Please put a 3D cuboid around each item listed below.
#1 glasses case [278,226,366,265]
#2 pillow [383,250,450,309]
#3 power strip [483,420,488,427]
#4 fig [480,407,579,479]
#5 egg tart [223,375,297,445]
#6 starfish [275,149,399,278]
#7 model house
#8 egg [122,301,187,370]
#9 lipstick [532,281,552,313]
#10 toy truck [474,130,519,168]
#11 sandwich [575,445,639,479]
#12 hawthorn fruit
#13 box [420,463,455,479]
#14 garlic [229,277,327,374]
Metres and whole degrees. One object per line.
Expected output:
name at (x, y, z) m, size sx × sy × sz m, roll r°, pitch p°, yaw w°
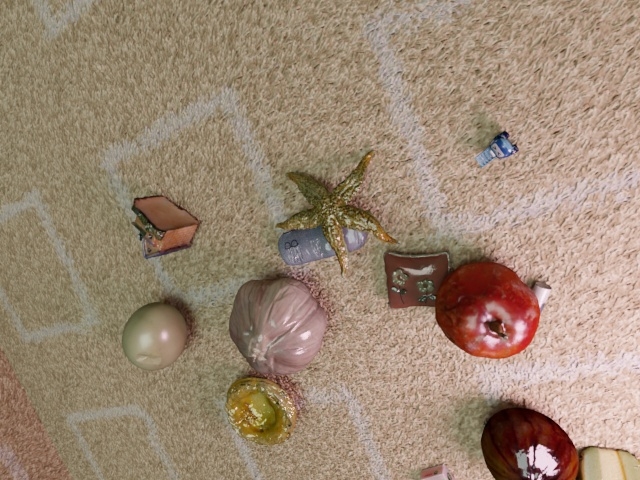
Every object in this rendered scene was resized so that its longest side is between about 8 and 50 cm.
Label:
glasses case at (0.000, 0.000, 1.187) m, size 0.282 × 0.067 × 0.109 m, roll -15°, pitch 94°, yaw 27°
pillow at (0.264, 0.113, 1.112) m, size 0.179 × 0.075 × 0.172 m, roll -3°, pitch 107°, yaw 21°
power strip at (0.494, 0.565, 1.193) m, size 0.017 × 0.027 × 0.083 m, roll -15°, pitch 101°, yaw 24°
fig at (0.550, 0.567, 1.079) m, size 0.235 × 0.214 × 0.235 m, roll -4°, pitch 81°, yaw 22°
egg tart at (-0.201, 0.587, 1.437) m, size 0.288 × 0.118 × 0.288 m, roll 7°, pitch 109°, yaw 22°
starfish at (0.021, -0.066, 1.106) m, size 0.357 × 0.078 × 0.347 m, roll -22°, pitch 81°, yaw 22°
model house at (-0.538, -0.030, 1.353) m, size 0.183 × 0.166 × 0.172 m, roll 41°, pitch 121°, yaw 18°
egg at (-0.592, 0.345, 1.461) m, size 0.219 × 0.219 × 0.269 m, roll 21°, pitch 115°, yaw 15°
lipstick at (0.543, 0.175, 1.038) m, size 0.040 × 0.040 × 0.141 m, roll 17°, pitch 112°, yaw 16°
toy truck at (0.406, -0.207, 0.949) m, size 0.090 × 0.073 × 0.056 m, roll -36°, pitch 91°, yaw 27°
sandwich at (0.750, 0.691, 1.034) m, size 0.155 × 0.198 × 0.228 m, roll -3°, pitch 106°, yaw 23°
hawthorn fruit at (0.401, 0.180, 0.966) m, size 0.241 × 0.272 × 0.242 m, roll 1°, pitch 103°, yaw 4°
box at (0.389, 0.787, 1.302) m, size 0.089 × 0.043 × 0.125 m, roll -36°, pitch 92°, yaw 28°
garlic at (-0.127, 0.266, 1.223) m, size 0.317 × 0.259 × 0.318 m, roll 7°, pitch 107°, yaw 24°
